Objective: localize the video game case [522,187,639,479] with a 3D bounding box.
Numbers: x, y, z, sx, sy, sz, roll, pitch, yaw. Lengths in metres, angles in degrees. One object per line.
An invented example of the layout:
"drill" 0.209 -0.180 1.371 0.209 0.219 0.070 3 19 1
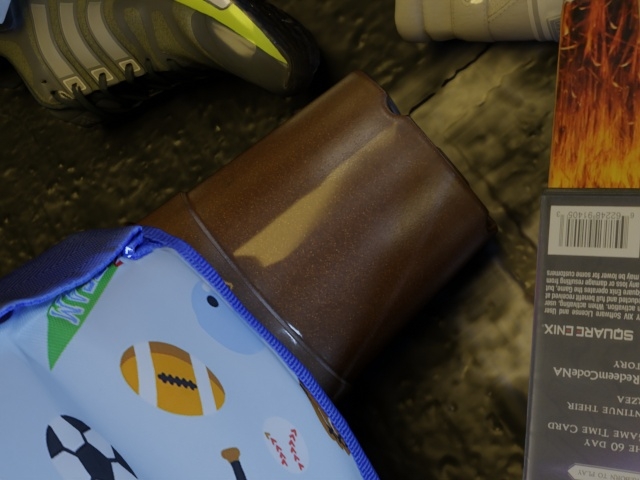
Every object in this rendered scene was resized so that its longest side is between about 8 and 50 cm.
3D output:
"video game case" 0.179 0.114 0.561 0.196 0.026 0.274 2 88 37

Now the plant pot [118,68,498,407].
"plant pot" 0.000 0.000 0.738 0.165 0.167 0.167 -42 61 2

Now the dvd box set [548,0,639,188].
"dvd box set" 0.239 0.090 0.573 0.307 0.062 0.421 4 88 37

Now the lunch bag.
"lunch bag" -0.095 0.211 0.542 0.238 0.328 0.386 -13 103 21

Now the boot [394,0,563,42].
"boot" 0.099 -0.245 0.786 0.123 0.095 0.258 -1 76 20

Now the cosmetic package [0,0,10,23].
"cosmetic package" -0.301 -0.350 0.920 0.284 0.097 0.377 10 78 27

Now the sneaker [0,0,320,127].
"sneaker" -0.128 -0.130 0.879 0.300 0.111 0.121 19 95 36
